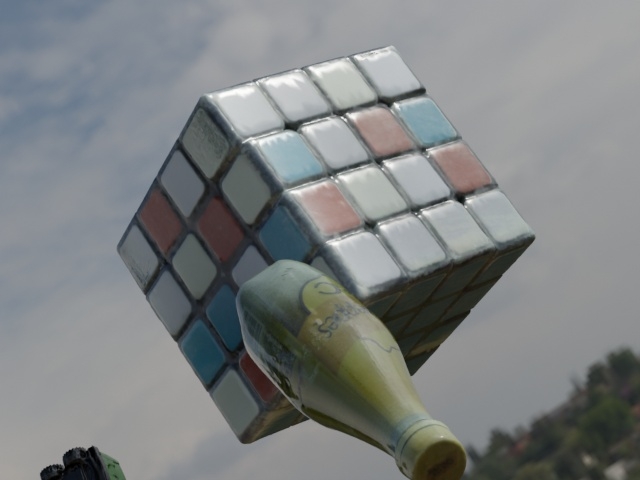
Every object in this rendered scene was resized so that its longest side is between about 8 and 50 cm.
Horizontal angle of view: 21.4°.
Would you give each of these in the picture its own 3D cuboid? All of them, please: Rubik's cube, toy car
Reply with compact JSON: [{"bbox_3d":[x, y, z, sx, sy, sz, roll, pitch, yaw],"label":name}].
[{"bbox_3d":[0.000,0.001,1.632,0.259,0.253,0.256,-20,-24,-42],"label":"Rubik's cube"},{"bbox_3d":[-0.253,0.266,1.619,0.165,0.071,0.062,-39,-37,20],"label":"toy car"}]

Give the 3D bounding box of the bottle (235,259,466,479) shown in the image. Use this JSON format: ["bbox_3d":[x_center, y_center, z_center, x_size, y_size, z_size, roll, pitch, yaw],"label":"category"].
[{"bbox_3d":[0.021,0.089,1.111,0.083,0.083,0.269,-31,29,-12],"label":"bottle"}]
